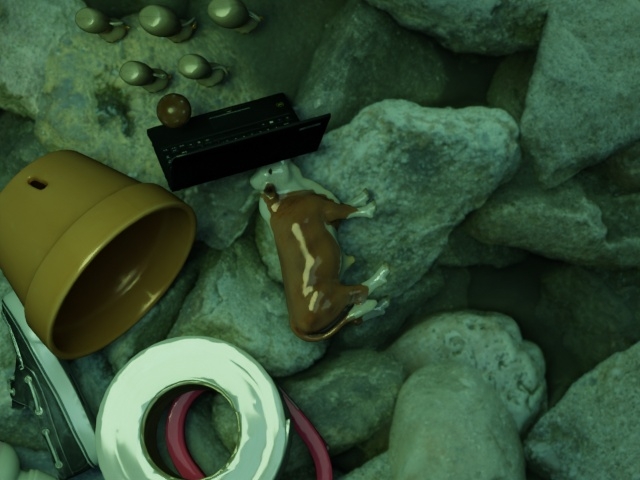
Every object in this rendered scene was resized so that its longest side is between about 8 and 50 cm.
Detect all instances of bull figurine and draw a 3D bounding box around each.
[{"bbox_3d":[0.000,0.000,1.715,0.188,0.101,0.311,-10,85,-7],"label":"bull figurine"}]

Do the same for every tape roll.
[{"bbox_3d":[-0.184,0.287,1.622,0.286,0.100,0.286,-1,77,3],"label":"tape roll"}]

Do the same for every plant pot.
[{"bbox_3d":[-0.355,0.001,1.618,0.203,0.291,0.291,40,83,17],"label":"plant pot"}]

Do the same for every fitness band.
[{"bbox_3d":[-0.111,0.331,1.703,0.209,0.054,0.291,-40,87,-4],"label":"fitness band"}]

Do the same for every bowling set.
[{"bbox_3d":[-0.237,-0.273,1.710,0.286,0.154,0.200,1,92,11],"label":"bowling set"}]

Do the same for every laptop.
[{"bbox_3d":[-0.131,-0.173,1.627,0.234,0.137,0.264,-16,43,-11],"label":"laptop"}]

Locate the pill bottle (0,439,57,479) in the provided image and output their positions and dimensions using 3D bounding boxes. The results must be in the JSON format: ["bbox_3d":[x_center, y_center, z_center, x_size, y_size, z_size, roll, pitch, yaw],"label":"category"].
[{"bbox_3d":[-0.550,0.354,1.598,0.301,0.169,0.169,25,83,-15],"label":"pill bottle"}]

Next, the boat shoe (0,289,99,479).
[{"bbox_3d":[-0.431,0.223,1.668,0.102,0.108,0.301,-27,94,-7],"label":"boat shoe"}]
